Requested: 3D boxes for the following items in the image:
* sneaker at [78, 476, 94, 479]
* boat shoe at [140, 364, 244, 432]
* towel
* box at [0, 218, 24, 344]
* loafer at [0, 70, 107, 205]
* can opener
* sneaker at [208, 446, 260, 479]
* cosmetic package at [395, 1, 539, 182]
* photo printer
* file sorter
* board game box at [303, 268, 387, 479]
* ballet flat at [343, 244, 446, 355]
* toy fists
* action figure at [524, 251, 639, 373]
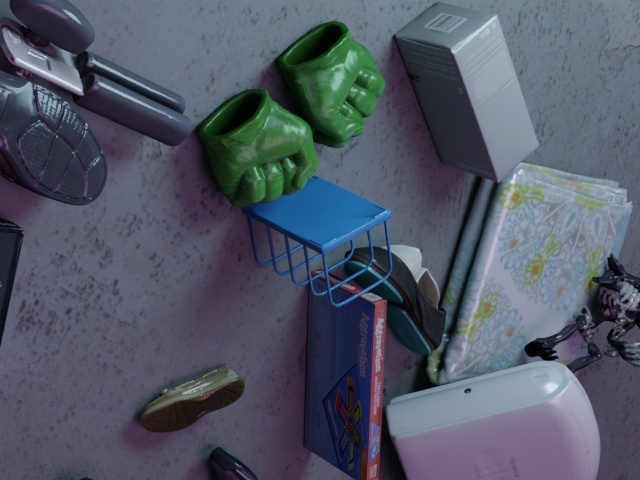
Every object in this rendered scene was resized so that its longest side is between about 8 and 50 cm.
[{"bbox_3d":[-0.328,0.462,1.728,0.178,0.124,0.296,-31,126,-40],"label":"sneaker"},{"bbox_3d":[-0.178,0.212,1.811,0.153,0.048,0.056,-23,133,-25],"label":"boat shoe"},{"bbox_3d":[0.336,0.063,2.160,0.320,0.090,0.374,10,100,-40],"label":"towel"},{"bbox_3d":[-0.443,0.078,1.519,0.175,0.051,0.220,6,103,-42],"label":"box"},{"bbox_3d":[-0.363,-0.135,1.490,0.302,0.095,0.109,37,68,-47],"label":"loafer"},{"bbox_3d":[-0.252,-0.190,1.549,0.093,0.074,0.280,-35,141,23],"label":"can opener"},{"bbox_3d":[-0.112,0.387,1.906,0.098,0.083,0.224,-44,131,-12],"label":"sneaker"},{"bbox_3d":[0.211,-0.211,1.917,0.107,0.127,0.238,-39,126,-23],"label":"cosmetic package"},{"bbox_3d":[0.279,0.321,2.090,0.307,0.107,0.256,-15,126,6],"label":"photo printer"},{"bbox_3d":[0.000,0.000,1.788,0.118,0.170,0.104,-29,126,-29],"label":"file sorter"},{"bbox_3d":[0.033,0.195,1.909,0.027,0.145,0.281,-13,115,-36],"label":"board game box"},{"bbox_3d":[0.115,0.065,1.974,0.096,0.095,0.280,-59,144,-19],"label":"ballet flat"},{"bbox_3d":[-0.027,-0.155,1.755,0.279,0.096,0.142,-44,131,-21],"label":"toy fists"},{"bbox_3d":[0.466,0.132,2.141,0.275,0.141,0.164,-36,115,-21],"label":"action figure"}]
